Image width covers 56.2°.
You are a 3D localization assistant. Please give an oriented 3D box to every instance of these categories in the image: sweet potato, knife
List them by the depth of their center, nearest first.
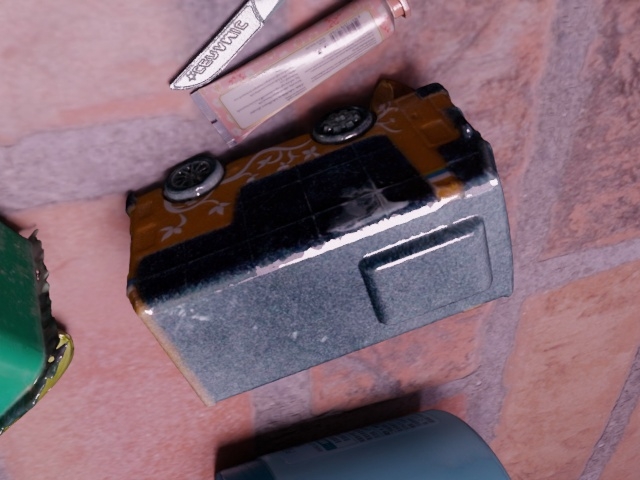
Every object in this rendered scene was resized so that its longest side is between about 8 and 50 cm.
[{"bbox_3d":[-0.052,-0.202,0.521,0.210,0.015,0.028,-44,136,9],"label":"knife"},{"bbox_3d":[0.102,-0.126,0.623,0.117,0.049,0.049,21,112,-30],"label":"sweet potato"}]

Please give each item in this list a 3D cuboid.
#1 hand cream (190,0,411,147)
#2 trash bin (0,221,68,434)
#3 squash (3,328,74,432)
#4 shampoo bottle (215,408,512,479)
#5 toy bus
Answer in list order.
[{"bbox_3d":[-0.014,-0.163,0.553,0.209,0.043,0.067,-30,132,6],"label":"hand cream"},{"bbox_3d":[-0.377,0.002,0.372,0.295,0.259,0.381,-42,136,7],"label":"trash bin"},{"bbox_3d":[-0.342,0.169,0.608,0.239,0.069,0.069,-41,129,5],"label":"squash"},{"bbox_3d":[0.063,0.427,0.807,0.342,0.331,0.331,-10,126,-21],"label":"shampoo bottle"},{"bbox_3d":[0.000,0.000,0.551,0.323,0.194,0.162,-20,129,2],"label":"toy bus"}]
